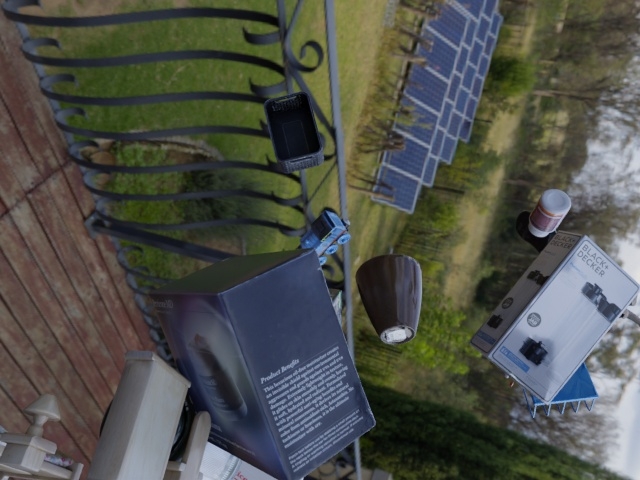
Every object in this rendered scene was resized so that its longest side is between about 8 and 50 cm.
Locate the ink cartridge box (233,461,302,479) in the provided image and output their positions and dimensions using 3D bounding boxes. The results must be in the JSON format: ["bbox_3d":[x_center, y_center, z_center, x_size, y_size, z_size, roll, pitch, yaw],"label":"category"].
[{"bbox_3d":[-0.196,0.605,1.374,0.353,0.207,0.119,-55,174,14],"label":"ink cartridge box"}]

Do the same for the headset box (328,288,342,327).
[{"bbox_3d":[-0.019,0.325,1.998,0.283,0.131,0.246,-47,139,-63],"label":"headset box"}]

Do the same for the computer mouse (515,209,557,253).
[{"bbox_3d":[0.724,0.025,1.851,0.262,0.060,0.184,-124,-142,-53],"label":"computer mouse"}]

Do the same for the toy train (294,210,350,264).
[{"bbox_3d":[0.000,0.000,1.567,0.184,0.080,0.105,-44,146,22],"label":"toy train"}]

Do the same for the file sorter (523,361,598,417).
[{"bbox_3d":[0.672,0.425,1.610,0.118,0.171,0.104,-93,171,-45],"label":"file sorter"}]

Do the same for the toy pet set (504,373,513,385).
[{"bbox_3d":[0.615,0.389,1.830,0.114,0.065,0.122,-50,149,-25],"label":"toy pet set"}]

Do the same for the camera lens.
[{"bbox_3d":[-0.290,0.398,1.145,0.274,0.220,0.219,66,42,-57],"label":"camera lens"}]

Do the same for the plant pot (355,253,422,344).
[{"bbox_3d":[0.224,0.197,1.760,0.215,0.216,0.230,81,5,-49],"label":"plant pot"}]

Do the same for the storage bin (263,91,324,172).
[{"bbox_3d":[-0.068,-0.279,1.475,0.084,0.122,0.180,75,1,-75],"label":"storage bin"}]

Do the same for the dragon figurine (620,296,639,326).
[{"bbox_3d":[0.664,0.141,1.361,0.085,0.289,0.144,-54,-165,-22],"label":"dragon figurine"}]

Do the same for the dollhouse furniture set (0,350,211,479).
[{"bbox_3d":[-0.382,0.264,0.825,0.303,0.356,0.173,65,30,-52],"label":"dollhouse furniture set"}]

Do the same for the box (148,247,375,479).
[{"bbox_3d":[-0.107,0.183,0.915,0.183,0.296,0.293,-23,99,-34],"label":"box"}]

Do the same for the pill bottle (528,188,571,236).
[{"bbox_3d":[0.666,-0.076,1.669,0.152,0.086,0.086,91,21,-59],"label":"pill bottle"}]

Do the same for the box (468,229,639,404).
[{"bbox_3d":[0.445,0.143,1.084,0.290,0.169,0.087,-50,-169,-1],"label":"box"}]
